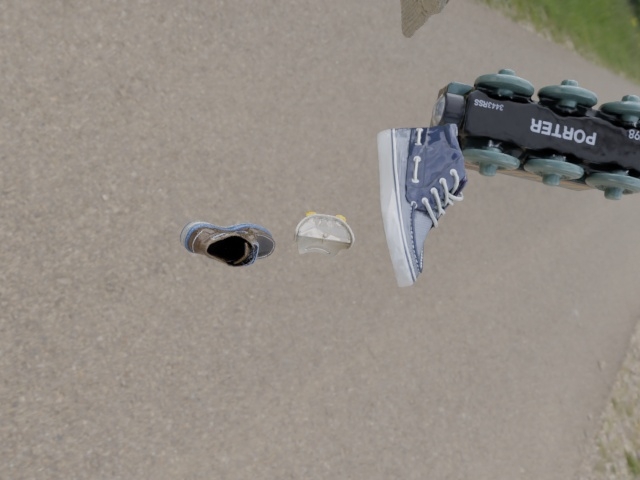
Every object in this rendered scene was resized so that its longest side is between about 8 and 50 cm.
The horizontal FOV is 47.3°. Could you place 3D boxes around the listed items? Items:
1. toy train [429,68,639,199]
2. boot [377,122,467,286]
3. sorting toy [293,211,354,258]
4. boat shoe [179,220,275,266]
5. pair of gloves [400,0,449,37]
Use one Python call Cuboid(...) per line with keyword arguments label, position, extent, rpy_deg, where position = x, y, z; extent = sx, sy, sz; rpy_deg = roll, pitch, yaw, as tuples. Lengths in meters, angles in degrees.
Cuboid(label="toy train", position=(0.302, -0.139, 1.004), extent=(0.190, 0.334, 0.142), rpy_deg=(-170, -90, -82))
Cuboid(label="boot", position=(0.105, -0.044, 0.722), extent=(0.069, 0.086, 0.190), rpy_deg=(67, 18, -53))
Cuboid(label="sorting toy", position=(0.000, 0.000, 1.042), extent=(0.083, 0.075, 0.045), rpy_deg=(8, 51, -8))
Cuboid(label="boat shoe", position=(-0.134, 0.013, 1.156), extent=(0.183, 0.066, 0.066), rpy_deg=(2, 25, -47))
Cuboid(label="pair of gloves", position=(0.133, -0.399, 0.924), extent=(0.042, 0.204, 0.240), rpy_deg=(-2, 87, -17))
